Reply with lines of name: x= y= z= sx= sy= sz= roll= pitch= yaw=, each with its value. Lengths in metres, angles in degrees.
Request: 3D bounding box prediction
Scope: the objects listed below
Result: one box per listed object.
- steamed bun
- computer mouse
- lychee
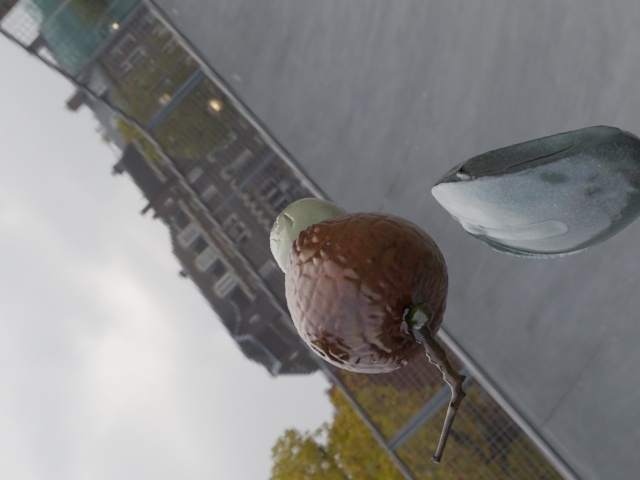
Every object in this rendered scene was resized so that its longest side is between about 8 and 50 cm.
steamed bun: x=0.000 y=0.000 z=1.107 sx=0.112 sy=0.091 sz=0.130 roll=38 pitch=-164 yaw=4
computer mouse: x=0.322 y=-0.058 z=1.427 sx=0.203 sy=0.114 sz=0.374 roll=35 pitch=146 yaw=-30
lychee: x=0.039 y=0.040 z=0.597 sx=0.140 sy=0.114 sz=0.101 roll=23 pitch=-147 yaw=16
